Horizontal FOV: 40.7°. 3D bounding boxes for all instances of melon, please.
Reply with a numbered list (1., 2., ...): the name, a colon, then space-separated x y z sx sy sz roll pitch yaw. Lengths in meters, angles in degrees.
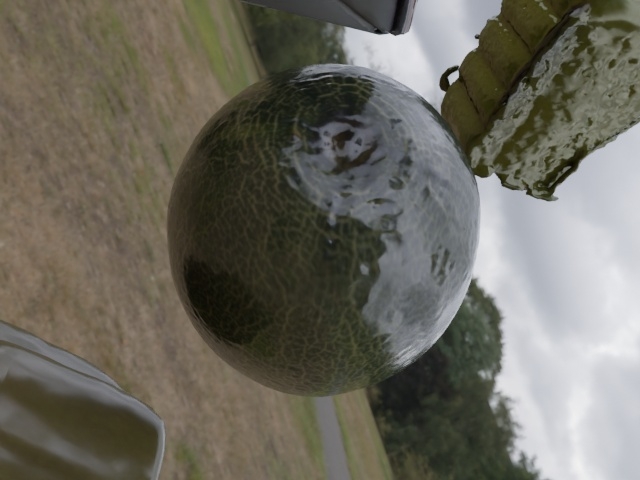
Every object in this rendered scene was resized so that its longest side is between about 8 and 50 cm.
1. melon: 0.000 0.000 0.679 0.302 0.237 0.238 106 -32 -64

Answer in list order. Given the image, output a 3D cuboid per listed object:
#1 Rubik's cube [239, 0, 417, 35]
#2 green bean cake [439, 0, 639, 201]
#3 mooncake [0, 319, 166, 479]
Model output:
1. Rubik's cube: -0.015 -0.305 0.553 0.221 0.231 0.225 98 7 -57
2. green bean cake: 0.316 -0.202 1.079 0.285 0.310 0.202 18 36 -29
3. mooncake: -0.306 0.241 0.683 0.200 0.378 0.378 37 15 -23
